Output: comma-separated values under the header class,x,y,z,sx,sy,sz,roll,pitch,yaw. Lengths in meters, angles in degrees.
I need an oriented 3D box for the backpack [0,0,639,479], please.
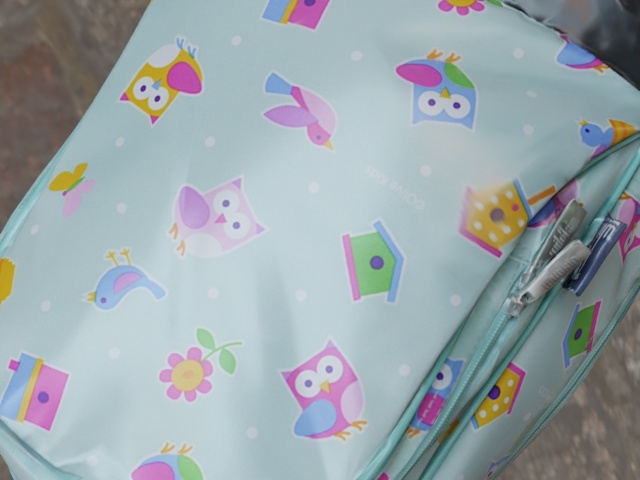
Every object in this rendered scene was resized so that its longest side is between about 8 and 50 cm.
class,x,y,z,sx,sy,sz,roll,pitch,yaw
backpack,0.000,0.000,0.405,0.152,0.115,0.182,30,83,25
